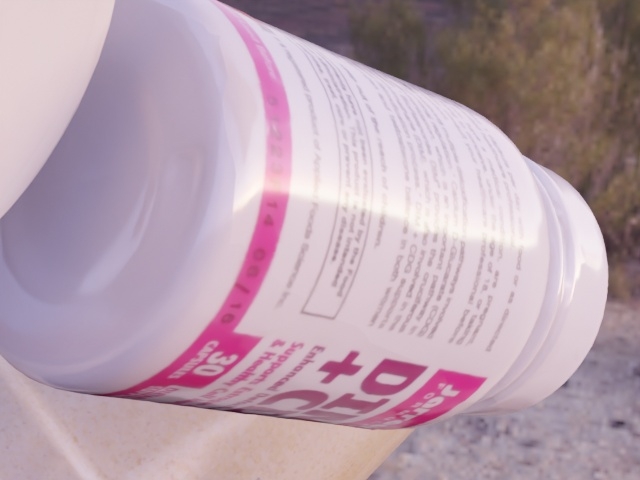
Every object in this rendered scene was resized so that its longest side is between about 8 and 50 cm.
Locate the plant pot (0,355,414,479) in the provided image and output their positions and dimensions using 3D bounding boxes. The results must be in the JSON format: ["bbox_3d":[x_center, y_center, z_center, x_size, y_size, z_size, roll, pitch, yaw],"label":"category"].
[{"bbox_3d":[-0.093,0.109,1.009,0.305,0.334,0.334,-37,29,-15],"label":"plant pot"}]

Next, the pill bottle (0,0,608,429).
[{"bbox_3d":[0.000,0.000,0.643,0.160,0.160,0.283,18,3,42],"label":"pill bottle"}]

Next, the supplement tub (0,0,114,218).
[{"bbox_3d":[-0.246,-0.128,0.486,0.316,0.228,0.228,32,24,22],"label":"supplement tub"}]
